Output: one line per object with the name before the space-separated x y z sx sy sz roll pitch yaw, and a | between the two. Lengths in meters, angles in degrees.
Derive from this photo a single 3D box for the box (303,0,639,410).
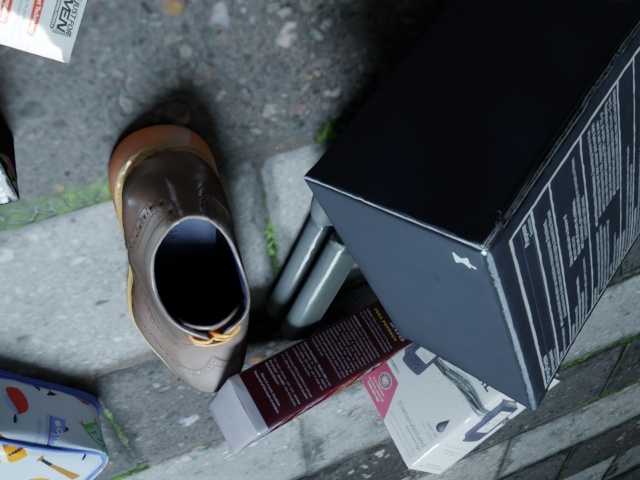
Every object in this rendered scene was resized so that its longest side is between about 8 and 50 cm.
box | 0.180 -0.051 0.570 0.294 0.183 0.296 -52 140 -17

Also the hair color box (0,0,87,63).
hair color box | -0.229 -0.175 0.392 0.141 0.043 0.072 11 124 -35

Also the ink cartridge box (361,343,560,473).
ink cartridge box | 0.202 0.205 0.905 0.237 0.172 0.100 -45 136 15

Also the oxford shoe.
oxford shoe | -0.131 0.069 0.615 0.130 0.132 0.363 -19 137 -14

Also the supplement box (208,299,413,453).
supplement box | -0.009 0.164 0.750 0.240 0.073 0.130 -24 164 -30

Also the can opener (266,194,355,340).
can opener | 0.000 0.000 0.667 0.093 0.074 0.280 -7 136 -37

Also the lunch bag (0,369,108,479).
lunch bag | -0.405 0.279 0.683 0.303 0.115 0.243 -43 139 12

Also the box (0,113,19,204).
box | -0.262 -0.069 0.446 0.052 0.083 0.062 -18 136 -15
